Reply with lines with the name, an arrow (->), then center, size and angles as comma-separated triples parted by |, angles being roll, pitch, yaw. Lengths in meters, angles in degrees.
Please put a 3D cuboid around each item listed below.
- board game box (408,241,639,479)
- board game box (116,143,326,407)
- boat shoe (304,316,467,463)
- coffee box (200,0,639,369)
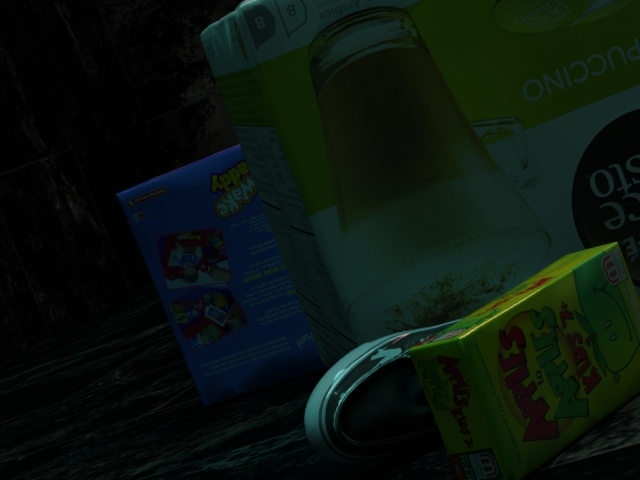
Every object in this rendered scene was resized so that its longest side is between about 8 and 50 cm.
board game box -> 0.137, 0.074, 1.113 | 0.043, 0.092, 0.181 | -16, 7, 43
board game box -> 0.000, 0.000, 1.766 | 0.347, 0.233, 0.078 | -19, 5, 26
boat shoe -> 0.099, 0.092, 1.245 | 0.228, 0.080, 0.076 | -16, 0, -27
coffee box -> 0.124, -0.082, 1.483 | 0.337, 0.334, 0.338 | -21, 6, -7
